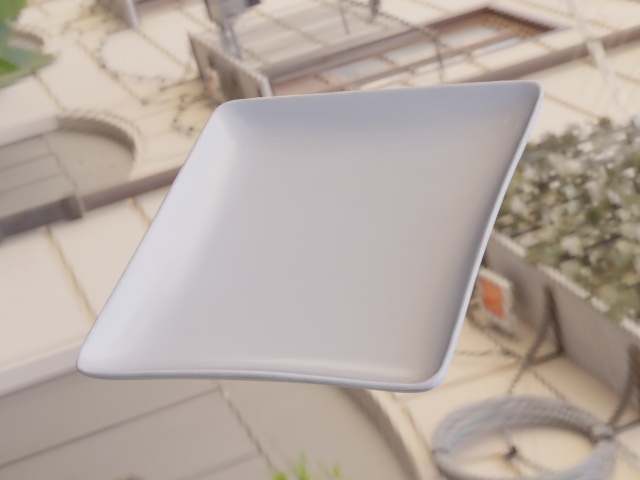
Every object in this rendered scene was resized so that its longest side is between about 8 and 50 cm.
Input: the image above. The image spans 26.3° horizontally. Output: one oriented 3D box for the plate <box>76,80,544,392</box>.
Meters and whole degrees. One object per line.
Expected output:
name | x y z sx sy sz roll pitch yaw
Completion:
plate | 0.000 0.000 0.951 0.045 0.278 0.277 62 39 -40
